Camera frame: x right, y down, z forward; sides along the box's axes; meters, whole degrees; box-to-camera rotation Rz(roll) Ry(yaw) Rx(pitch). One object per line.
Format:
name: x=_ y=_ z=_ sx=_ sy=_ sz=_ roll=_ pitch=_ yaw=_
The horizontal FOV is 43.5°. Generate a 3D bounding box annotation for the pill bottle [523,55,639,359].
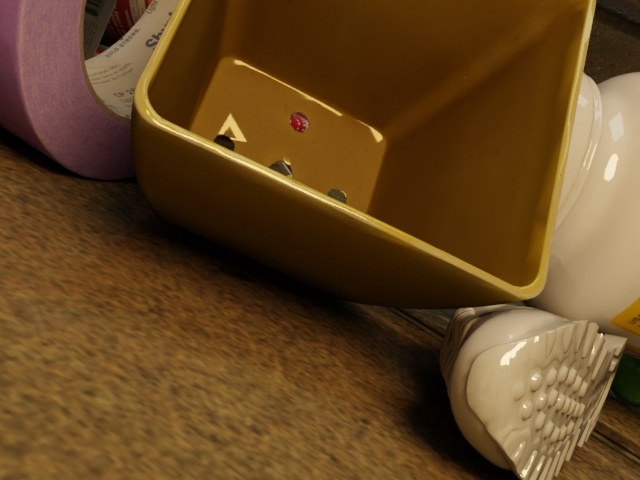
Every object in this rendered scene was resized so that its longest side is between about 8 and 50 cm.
pill bottle: x=0.259 y=-0.004 z=0.572 sx=0.333 sy=0.188 sz=0.188 roll=21 pitch=12 yaw=-14

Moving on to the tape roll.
tape roll: x=-0.119 y=-0.180 z=0.526 sx=0.090 sy=0.275 sz=0.275 roll=31 pitch=12 yaw=18

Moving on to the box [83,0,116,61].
box: x=-0.298 y=-0.255 z=0.850 sx=0.103 sy=0.114 sz=0.203 roll=19 pitch=16 yaw=-33

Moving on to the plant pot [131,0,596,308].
plant pot: x=0.007 y=-0.073 z=0.481 sx=0.212 sy=0.212 sz=0.187 roll=24 pitch=-26 yaw=-14

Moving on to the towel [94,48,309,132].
towel: x=-0.128 y=-0.175 z=0.997 sx=0.274 sy=0.031 sz=0.198 roll=5 pitch=19 yaw=-44

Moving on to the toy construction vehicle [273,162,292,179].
toy construction vehicle: x=-0.079 y=-0.080 z=0.783 sx=0.098 sy=0.035 sz=0.085 roll=36 pitch=14 yaw=35

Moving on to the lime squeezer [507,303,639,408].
lime squeezer: x=0.263 y=0.131 z=0.648 sx=0.109 sy=0.059 sz=0.310 roll=-12 pitch=31 yaw=-22

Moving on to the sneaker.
sneaker: x=0.103 y=0.073 z=0.446 sx=0.094 sy=0.090 sz=0.235 roll=24 pitch=2 yaw=27

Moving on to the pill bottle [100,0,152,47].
pill bottle: x=-0.263 y=-0.369 z=1.069 sx=0.392 sy=0.224 sz=0.224 roll=20 pitch=7 yaw=26
